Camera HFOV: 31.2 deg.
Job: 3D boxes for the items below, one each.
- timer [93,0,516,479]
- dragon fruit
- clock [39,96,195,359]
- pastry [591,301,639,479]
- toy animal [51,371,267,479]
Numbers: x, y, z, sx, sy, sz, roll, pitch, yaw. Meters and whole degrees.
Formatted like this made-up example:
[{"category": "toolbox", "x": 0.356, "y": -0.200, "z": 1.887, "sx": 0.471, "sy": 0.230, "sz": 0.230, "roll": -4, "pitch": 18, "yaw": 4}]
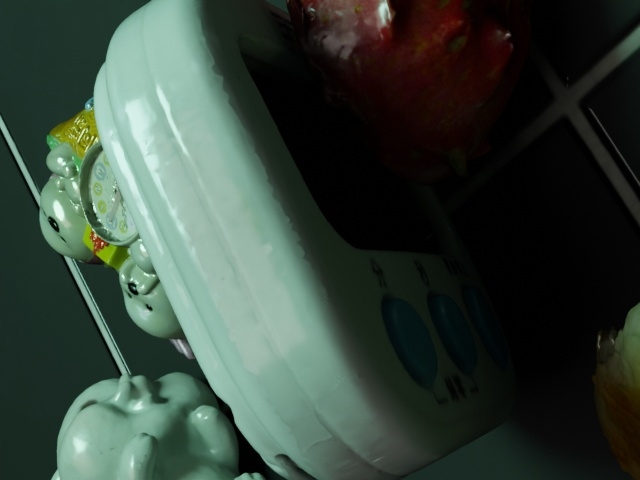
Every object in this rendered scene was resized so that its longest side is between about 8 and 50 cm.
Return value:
[{"category": "timer", "x": 0.001, "y": 0.000, "z": 0.558, "sx": 0.087, "sy": 0.262, "sz": 0.237, "roll": -32, "pitch": 77, "yaw": 17}, {"category": "dragon fruit", "x": 0.062, "y": -0.112, "z": 0.556, "sx": 0.111, "sy": 0.153, "sz": 0.153, "roll": -31, "pitch": 78, "yaw": 29}, {"category": "clock", "x": -0.119, "y": -0.018, "z": 0.794, "sx": 0.231, "sy": 0.103, "sz": 0.144, "roll": 39, "pitch": 120, "yaw": 31}, {"category": "pastry", "x": 0.184, "y": 0.081, "z": 0.484, "sx": 0.153, "sy": 0.081, "sz": 0.153, "roll": 53, "pitch": 160, "yaw": 29}, {"category": "toy animal", "x": -0.116, "y": 0.199, "z": 0.841, "sx": 0.193, "sy": 0.127, "sz": 0.179, "roll": 30, "pitch": 124, "yaw": 35}]
